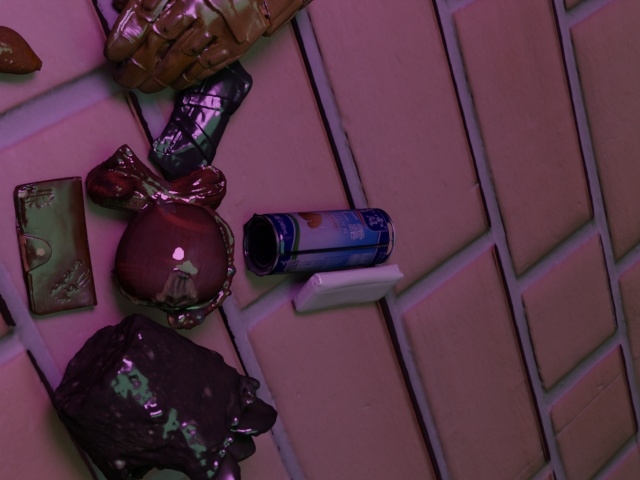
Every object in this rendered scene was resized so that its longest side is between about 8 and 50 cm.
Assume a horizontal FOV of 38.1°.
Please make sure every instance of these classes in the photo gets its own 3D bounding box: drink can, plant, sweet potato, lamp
[{"bbox_3d":[0.000,0.000,1.437,0.235,0.097,0.097,-5,102,-36],"label":"drink can"},{"bbox_3d":[-0.209,0.238,1.251,0.276,0.188,0.199,42,35,-22],"label":"plant"},{"bbox_3d":[-0.427,-0.246,1.080,0.218,0.051,0.065,26,86,-38],"label":"sweet potato"},{"bbox_3d":[-0.216,0.005,1.251,0.215,0.151,0.223,9,63,-32],"label":"lamp"}]

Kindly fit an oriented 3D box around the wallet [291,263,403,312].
[{"bbox_3d":[0.046,0.076,1.499,0.190,0.095,0.033,-5,61,-39],"label":"wallet"}]

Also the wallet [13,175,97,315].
[{"bbox_3d":[-0.345,0.009,1.213,0.095,0.026,0.176,-11,106,-34],"label":"wallet"}]

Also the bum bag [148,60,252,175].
[{"bbox_3d":[-0.165,-0.178,1.303,0.087,0.049,0.197,28,82,-14],"label":"bum bag"}]

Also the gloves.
[{"bbox_3d":[-0.142,-0.308,1.225,0.331,0.141,0.154,-36,104,-33],"label":"gloves"}]
